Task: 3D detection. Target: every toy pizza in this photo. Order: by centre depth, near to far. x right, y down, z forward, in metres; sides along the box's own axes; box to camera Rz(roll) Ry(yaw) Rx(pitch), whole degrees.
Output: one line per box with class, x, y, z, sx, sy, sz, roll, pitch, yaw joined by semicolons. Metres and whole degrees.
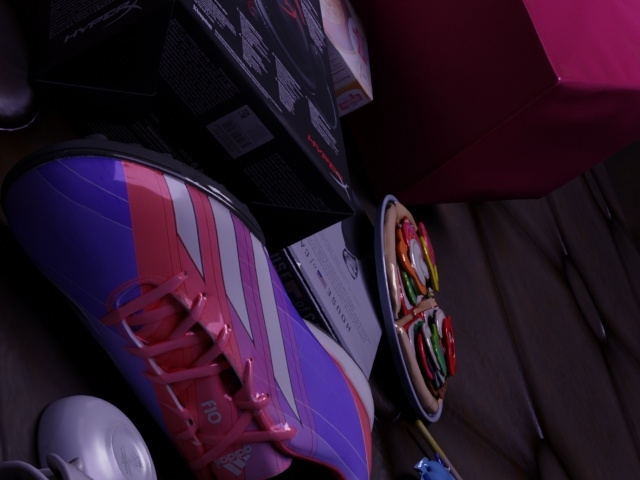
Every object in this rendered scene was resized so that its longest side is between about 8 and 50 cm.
toy pizza;0.088;0.057;1.295;0.201;0.032;0.201;-12;90;-77

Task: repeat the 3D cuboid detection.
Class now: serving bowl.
serving bowl;-0.105;0.113;0.744;0.083;0.027;0.083;55;19;-30

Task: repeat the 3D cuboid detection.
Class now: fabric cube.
fabric cube;0.181;-0.201;1.497;0.258;0.254;0.259;-4;68;-43

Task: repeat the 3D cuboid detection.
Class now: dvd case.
dvd case;0.000;0.000;1.200;0.179;0.029;0.239;60;18;-13

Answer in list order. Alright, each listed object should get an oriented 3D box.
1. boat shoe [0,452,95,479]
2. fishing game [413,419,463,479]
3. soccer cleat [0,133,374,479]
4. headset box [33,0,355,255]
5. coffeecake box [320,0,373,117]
boat shoe;-0.113;0.131;0.600;0.267;0.096;0.088;-11;81;-64
fishing game;0.114;0.258;1.160;0.189;0.041;0.264;53;13;-33
soccer cleat;-0.059;0.067;0.820;0.318;0.108;0.116;51;26;-43
headset box;-0.087;-0.159;1.033;0.218;0.110;0.293;49;23;-42
coffeecake box;-0.028;-0.216;1.353;0.185;0.068;0.142;54;19;-32
